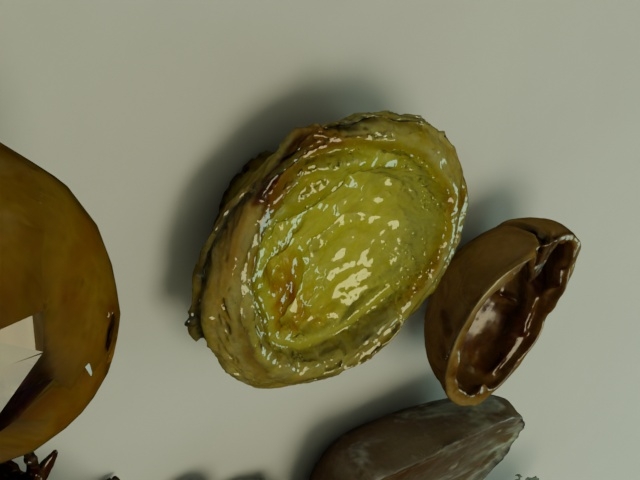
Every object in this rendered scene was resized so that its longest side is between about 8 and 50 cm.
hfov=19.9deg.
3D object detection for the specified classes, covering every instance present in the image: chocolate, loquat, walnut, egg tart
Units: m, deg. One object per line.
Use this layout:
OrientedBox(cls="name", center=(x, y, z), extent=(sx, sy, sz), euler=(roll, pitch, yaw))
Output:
OrientedBox(cls="chocolate", center=(0.083, 0.217, 1.832), extent=(0.254, 0.080, 0.157), euler=(-18, 150, -37))
OrientedBox(cls="loquat", center=(-0.243, 0.039, 1.125), extent=(0.235, 0.235, 0.235), euler=(-30, 144, -26))
OrientedBox(cls="walnut", center=(0.155, 0.056, 1.736), extent=(0.167, 0.087, 0.211), euler=(-19, 140, -47))
OrientedBox(cls="egg tart", center=(0.000, 0.000, 1.498), extent=(0.279, 0.095, 0.279), euler=(-25, 137, -26))

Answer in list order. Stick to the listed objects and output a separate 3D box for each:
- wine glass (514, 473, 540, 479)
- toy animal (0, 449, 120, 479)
OrientedBox(cls="wine glass", center=(0.193, 0.421, 2.017), extent=(0.143, 0.143, 0.321), euler=(75, 31, -53))
OrientedBox(cls="toy animal", center=(-0.195, 0.250, 1.449), extent=(0.087, 0.243, 0.260), euler=(-32, 173, 4))
